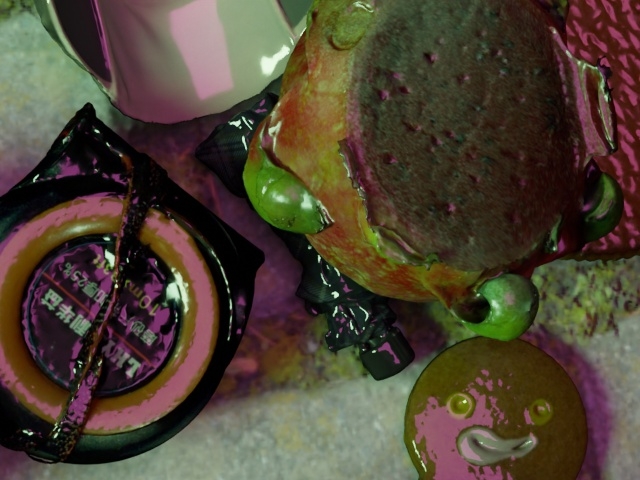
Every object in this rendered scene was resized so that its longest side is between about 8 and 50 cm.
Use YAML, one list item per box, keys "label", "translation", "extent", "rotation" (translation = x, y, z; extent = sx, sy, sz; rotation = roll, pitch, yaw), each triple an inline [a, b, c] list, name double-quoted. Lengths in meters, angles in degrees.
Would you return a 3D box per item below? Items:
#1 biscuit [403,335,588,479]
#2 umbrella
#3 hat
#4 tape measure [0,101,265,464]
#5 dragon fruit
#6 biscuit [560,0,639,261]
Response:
- label: "biscuit"
  translation: [0.128, 0.185, 1.389]
  extent: [0.180, 0.039, 0.236]
  rotation: [3, 76, -12]
- label: "umbrella"
  translation: [0.002, -0.001, 1.383]
  extent: [0.224, 0.080, 0.071]
  rotation: [58, 38, -1]
- label: "hat"
  translation: [-0.113, -0.222, 1.353]
  extent: [0.232, 0.161, 0.275]
  rotation: [-17, 94, -15]
- label: "tape measure"
  translation: [-0.158, 0.045, 1.300]
  extent: [0.202, 0.135, 0.223]
  rotation: [40, 75, -14]
- label: "dragon fruit"
  translation: [0.086, -0.070, 1.325]
  extent: [0.268, 0.130, 0.295]
  rotation: [2, 77, -28]
- label: "biscuit"
  translation: [0.199, -0.128, 1.465]
  extent: [0.305, 0.038, 0.305]
  rotation: [3, 79, -13]
